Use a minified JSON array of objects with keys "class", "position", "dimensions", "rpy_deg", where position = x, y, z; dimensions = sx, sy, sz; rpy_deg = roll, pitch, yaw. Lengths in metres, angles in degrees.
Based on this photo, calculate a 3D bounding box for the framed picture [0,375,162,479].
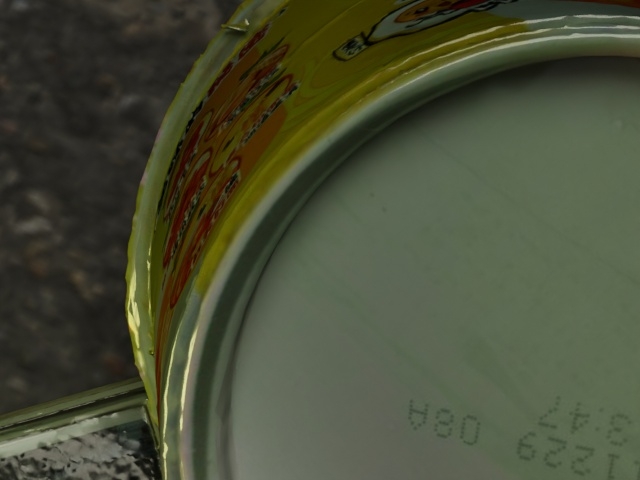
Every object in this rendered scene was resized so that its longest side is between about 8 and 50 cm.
[{"class":"framed picture","position":[-0.119,0.128,0.641],"dimensions":[0.183,0.011,0.142],"rpy_deg":[-15,65,-12]}]

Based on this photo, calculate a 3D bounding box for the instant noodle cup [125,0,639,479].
[{"class":"instant noodle cup","position":[0.061,0.032,0.538],"dimensions":[0.264,0.200,0.264],"rpy_deg":[0,101,1]}]
